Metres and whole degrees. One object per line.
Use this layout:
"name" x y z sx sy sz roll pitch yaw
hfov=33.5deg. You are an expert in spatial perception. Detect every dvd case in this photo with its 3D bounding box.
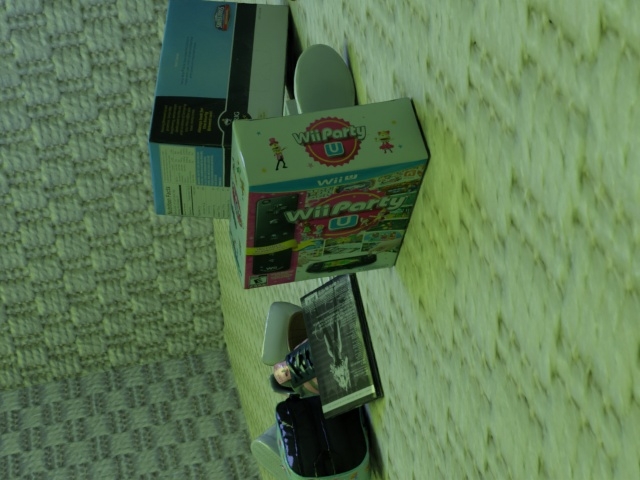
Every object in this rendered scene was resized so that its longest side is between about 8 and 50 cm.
"dvd case" 0.033 0.179 1.818 0.164 0.018 0.221 -34 63 52

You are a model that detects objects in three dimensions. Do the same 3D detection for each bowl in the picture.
"bowl" -0.068 0.206 2.297 0.142 0.053 0.142 16 -97 -67

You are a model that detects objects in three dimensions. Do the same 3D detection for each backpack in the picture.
"backpack" 0.008 0.373 1.891 0.188 0.165 0.145 -109 12 -53

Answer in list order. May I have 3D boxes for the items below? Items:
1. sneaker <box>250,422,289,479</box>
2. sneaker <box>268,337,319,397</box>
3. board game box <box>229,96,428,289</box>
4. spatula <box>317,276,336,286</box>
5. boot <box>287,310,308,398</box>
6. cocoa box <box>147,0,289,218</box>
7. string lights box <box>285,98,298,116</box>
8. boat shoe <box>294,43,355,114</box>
"sneaker" 0.029 0.432 2.020 0.292 0.169 0.108 42 140 12
"sneaker" -0.016 0.236 1.983 0.319 0.131 0.112 113 145 -64
"board game box" -0.001 -0.052 1.386 0.303 0.223 0.098 99 160 -62
"spatula" 0.000 0.000 2.011 0.168 0.019 0.242 115 143 -63
"boot" -0.026 0.270 2.240 0.165 0.077 0.213 97 160 -65
"cocoa box" -0.181 -0.239 1.947 0.231 0.227 0.347 97 176 -57
"string lights box" -0.014 -0.115 1.801 0.260 0.076 0.133 99 159 -61
"boat shoe" 0.010 -0.159 1.585 0.084 0.095 0.258 159 102 -75
